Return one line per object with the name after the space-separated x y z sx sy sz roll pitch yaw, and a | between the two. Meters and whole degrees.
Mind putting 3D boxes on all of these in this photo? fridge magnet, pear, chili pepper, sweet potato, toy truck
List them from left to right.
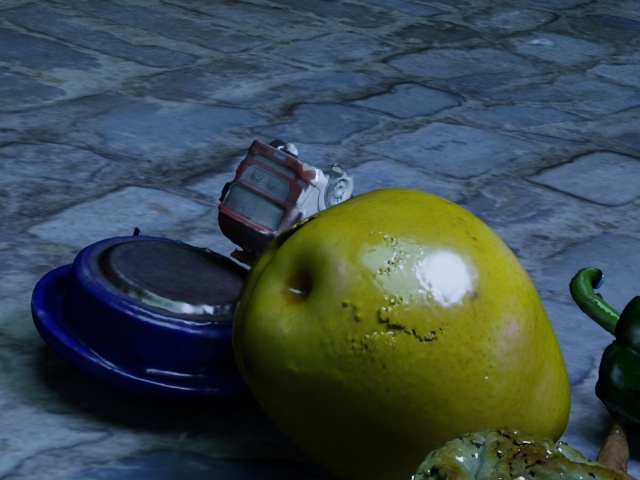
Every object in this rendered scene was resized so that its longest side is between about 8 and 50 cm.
-0.151 0.078 1.651 0.265 0.112 0.265 14 22 -6 | fridge magnet
0.000 0.000 1.751 0.114 0.135 0.270 26 -6 35 | toy truck
0.080 0.108 1.540 0.285 0.336 0.285 -28 29 18 | pear
0.282 0.228 1.580 0.050 0.050 0.214 9 18 -3 | sweet potato
0.349 0.119 1.705 0.261 0.165 0.174 24 9 32 | chili pepper

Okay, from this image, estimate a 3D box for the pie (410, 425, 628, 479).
0.237 0.281 1.206 0.418 0.180 0.395 12 17 13 | pie
